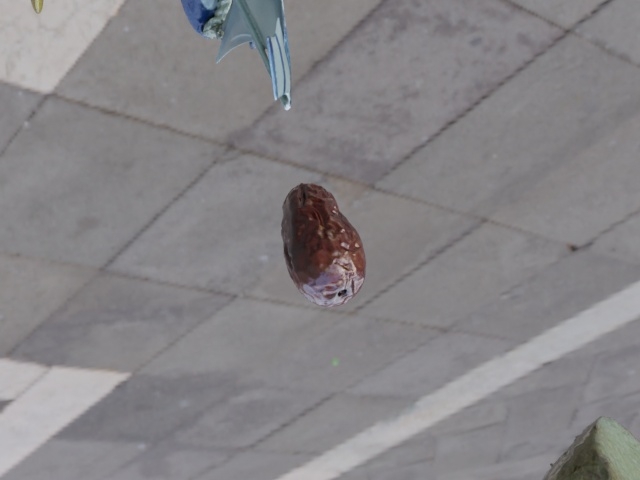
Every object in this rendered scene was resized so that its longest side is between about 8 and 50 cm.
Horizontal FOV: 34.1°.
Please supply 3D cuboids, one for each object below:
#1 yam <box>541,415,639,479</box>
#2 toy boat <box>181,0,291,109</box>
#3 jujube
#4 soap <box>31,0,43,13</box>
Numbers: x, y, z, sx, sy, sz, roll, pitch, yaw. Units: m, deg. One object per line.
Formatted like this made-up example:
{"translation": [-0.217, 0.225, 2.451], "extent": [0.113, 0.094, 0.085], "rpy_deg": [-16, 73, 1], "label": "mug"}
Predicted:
{"translation": [0.201, 0.310, 0.884], "extent": [0.304, 0.168, 0.168], "rpy_deg": [-51, 145, 4], "label": "yam"}
{"translation": [-0.077, -0.217, 0.895], "extent": [0.070, 0.291, 0.210], "rpy_deg": [-9, 161, -17], "label": "toy boat"}
{"translation": [0.000, 0.000, 0.968], "extent": [0.077, 0.129, 0.077], "rpy_deg": [-10, 140, -8], "label": "jujube"}
{"translation": [-0.247, -0.234, 0.899], "extent": [0.012, 0.089, 0.034], "rpy_deg": [-6, 151, -15], "label": "soap"}
